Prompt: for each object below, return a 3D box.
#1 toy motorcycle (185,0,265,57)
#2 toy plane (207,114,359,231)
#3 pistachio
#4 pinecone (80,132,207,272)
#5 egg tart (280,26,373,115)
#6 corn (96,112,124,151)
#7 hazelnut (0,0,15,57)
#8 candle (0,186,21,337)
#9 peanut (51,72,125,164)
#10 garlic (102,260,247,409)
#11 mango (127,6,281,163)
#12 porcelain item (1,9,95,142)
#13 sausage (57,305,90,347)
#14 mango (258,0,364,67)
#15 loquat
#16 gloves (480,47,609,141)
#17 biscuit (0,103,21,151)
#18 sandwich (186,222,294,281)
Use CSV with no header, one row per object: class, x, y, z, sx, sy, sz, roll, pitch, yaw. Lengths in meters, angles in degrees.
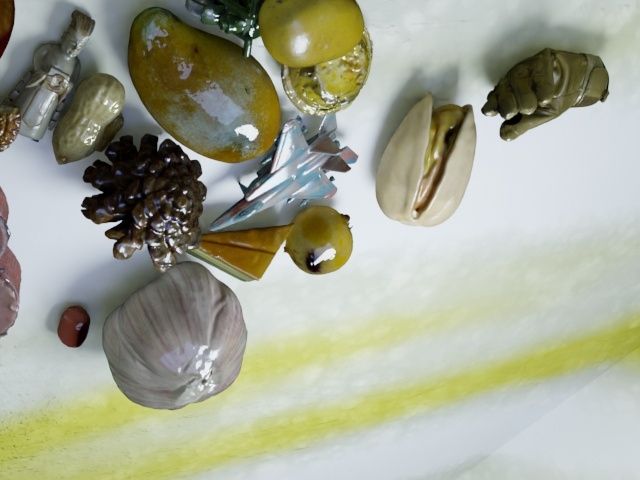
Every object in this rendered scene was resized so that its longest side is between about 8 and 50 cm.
toy motorcycle,-0.063,-0.410,1.171,0.275,0.127,0.205,-10,137,-27
toy plane,-0.084,-0.118,1.456,0.326,0.104,0.223,-29,137,4
pistachio,0.221,-0.157,1.556,0.187,0.187,0.299,0,123,-30
pinecone,-0.302,-0.071,1.300,0.201,0.229,0.202,17,149,12
egg tart,0.021,-0.308,1.330,0.191,0.074,0.191,-11,117,-23
corn,-0.361,-0.186,1.283,0.083,0.027,0.028,-49,156,20
hazelnut,-0.525,-0.312,0.959,0.217,0.217,0.251,-41,127,11
candle,-0.651,0.028,1.255,0.287,0.131,0.317,-9,124,-14
peanut,-0.381,-0.195,1.224,0.082,0.082,0.187,18,120,-40
garlic,-0.290,0.208,1.531,0.317,0.259,0.318,-19,141,-16
mango,-0.193,-0.248,1.237,0.192,0.146,0.316,-39,132,12
porcelain item,-0.414,-0.256,1.169,0.084,0.054,0.213,22,115,-42
sausage,-0.501,0.174,1.525,0.054,0.059,0.094,27,122,5
mango,-0.010,-0.326,1.138,0.195,0.098,0.137,-2,129,-53
loquat,0.000,0.000,1.590,0.163,0.137,0.163,-8,115,-17
gloves,0.453,-0.311,1.556,0.331,0.141,0.154,-17,163,-29
biscuit,-0.564,-0.170,1.147,0.206,0.025,0.126,7,134,-13
sandwich,-0.176,-0.012,1.516,0.187,0.117,0.144,30,73,-18
